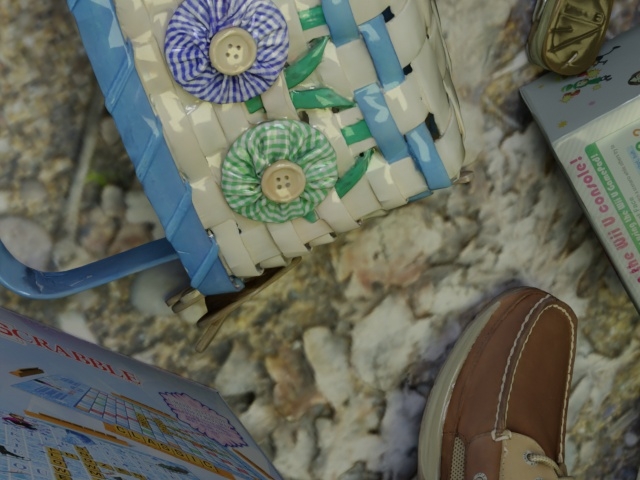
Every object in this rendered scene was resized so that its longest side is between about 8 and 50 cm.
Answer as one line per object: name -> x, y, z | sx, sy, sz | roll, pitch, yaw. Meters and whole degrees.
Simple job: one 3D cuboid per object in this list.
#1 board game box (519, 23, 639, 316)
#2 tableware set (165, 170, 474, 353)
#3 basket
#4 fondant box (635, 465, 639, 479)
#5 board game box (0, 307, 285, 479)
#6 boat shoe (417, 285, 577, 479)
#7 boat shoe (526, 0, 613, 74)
board game box -> 0.319, -0.072, 0.955 | 0.303, 0.097, 0.224 | -28, 120, 9
tableware set -> 0.000, 0.000, 0.868 | 0.194, 0.128, 0.039 | -33, 93, -10
basket -> -0.086, -0.100, 0.747 | 0.289, 0.201, 0.254 | -12, 125, 18
fondant box -> 0.335, 0.236, 1.042 | 0.096, 0.238, 0.330 | 18, 85, -34
board game box -> -0.131, 0.133, 0.749 | 0.319, 0.318, 0.066 | 27, 100, -34
boat shoe -> 0.132, 0.192, 0.991 | 0.123, 0.116, 0.324 | 25, 76, -44
boat shoe -> 0.173, -0.182, 0.929 | 0.056, 0.048, 0.153 | 14, 100, -20
